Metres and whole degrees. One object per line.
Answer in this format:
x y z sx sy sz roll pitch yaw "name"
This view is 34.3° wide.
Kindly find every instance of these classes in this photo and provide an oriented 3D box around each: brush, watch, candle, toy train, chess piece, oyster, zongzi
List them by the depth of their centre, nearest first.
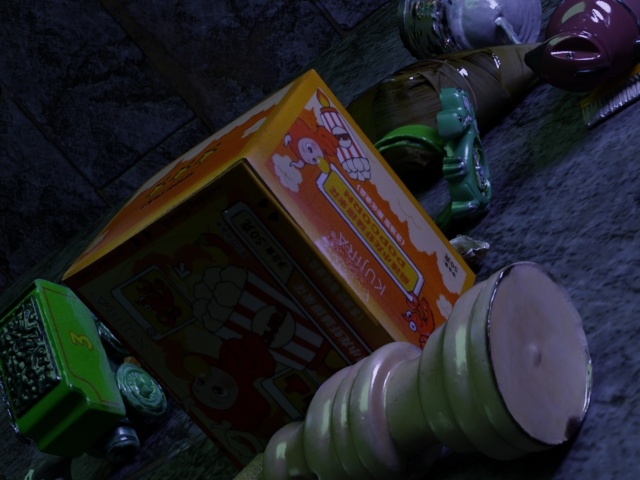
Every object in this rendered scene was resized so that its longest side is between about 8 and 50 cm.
0.061 0.136 0.841 0.124 0.138 0.307 4 -26 -43 "chess piece"
0.142 0.020 1.103 0.051 0.034 0.093 -34 13 -26 "oyster"
0.116 -0.086 1.218 0.152 0.165 0.131 -13 14 22 "watch"
0.361 -0.213 1.282 0.103 0.013 0.272 -33 16 24 "brush"
-0.318 0.173 1.358 0.132 0.188 0.243 -41 55 18 "toy train"
0.171 -0.190 1.495 0.300 0.145 0.274 -28 5 -23 "zongzi"
0.244 -0.343 1.612 0.187 0.187 0.330 -40 18 -2 "candle"

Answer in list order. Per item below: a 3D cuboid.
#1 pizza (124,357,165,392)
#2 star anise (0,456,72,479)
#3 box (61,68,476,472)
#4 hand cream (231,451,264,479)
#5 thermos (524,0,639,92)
-0.234 0.173 1.496 0.201 0.053 0.193 -42 26 21 "pizza"
-0.391 0.354 1.304 0.236 0.093 0.229 -22 24 52 "star anise"
-0.045 0.040 1.014 0.260 0.283 0.213 -29 19 34 "box"
-0.099 0.265 0.914 0.203 0.084 0.084 -45 16 -34 "hand cream"
0.355 -0.261 1.236 0.330 0.136 0.109 -48 -5 -45 "thermos"
